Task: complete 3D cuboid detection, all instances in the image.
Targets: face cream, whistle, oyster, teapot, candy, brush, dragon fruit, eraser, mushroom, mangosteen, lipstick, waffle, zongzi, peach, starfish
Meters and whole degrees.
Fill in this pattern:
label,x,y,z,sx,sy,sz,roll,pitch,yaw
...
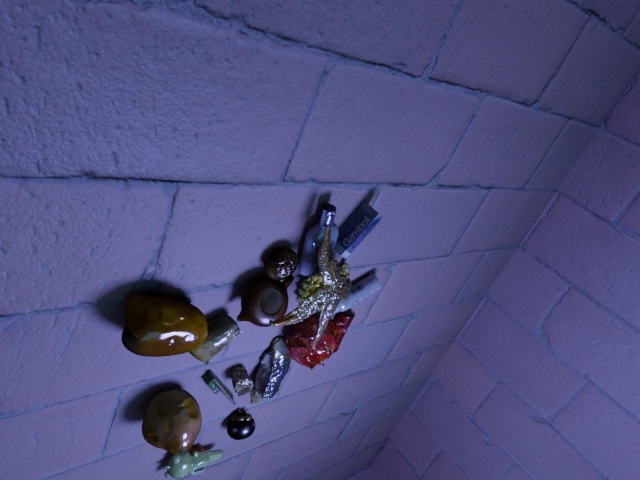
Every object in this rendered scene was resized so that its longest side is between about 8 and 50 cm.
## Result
label,x,y,z,sx,sy,sz,roll,pitch,yaw
face cream,0.000,0.000,1.716,0.144,0.071,0.291,-19,138,-34
whistle,-0.562,0.977,2.116,0.289,0.106,0.131,6,119,-46
oyster,-0.210,0.575,2.051,0.341,0.110,0.166,-61,149,1
teapot,-0.195,0.200,1.699,0.252,0.135,0.178,-44,118,-31
candy,-0.323,0.571,1.942,0.085,0.110,0.095,-16,125,-21
brush,-0.408,0.610,1.946,0.048,0.054,0.282,-28,142,-7
dragon fruit,-0.016,0.408,2.006,0.268,0.210,0.205,-28,114,-16
eraser,0.130,-0.040,1.789,0.212,0.092,0.046,-48,145,8
face cream,0.139,0.244,2.087,0.269,0.082,0.081,-28,141,-22
mushroom,-0.134,0.082,1.654,0.126,0.085,0.109,-54,148,-13
mangosteen,-0.364,0.834,2.171,0.140,0.140,0.140,-26,140,-24
lipstick,0.084,0.414,2.207,0.080,0.080,0.241,-5,129,-41
waffle,0.010,0.188,1.930,0.250,0.056,0.261,-28,143,-20
zongzi,-0.396,0.318,1.637,0.194,0.099,0.197,-42,137,-4
peach,-0.535,0.663,1.726,0.214,0.235,0.214,-19,128,-26
starfish,0.002,0.182,1.707,0.383,0.132,0.398,-52,152,-5

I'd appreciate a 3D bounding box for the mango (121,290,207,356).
label,x,y,z,sx,sy,sz,roll,pitch,yaw
mango,-0.472,0.263,1.454,0.287,0.152,0.201,16,119,-49
